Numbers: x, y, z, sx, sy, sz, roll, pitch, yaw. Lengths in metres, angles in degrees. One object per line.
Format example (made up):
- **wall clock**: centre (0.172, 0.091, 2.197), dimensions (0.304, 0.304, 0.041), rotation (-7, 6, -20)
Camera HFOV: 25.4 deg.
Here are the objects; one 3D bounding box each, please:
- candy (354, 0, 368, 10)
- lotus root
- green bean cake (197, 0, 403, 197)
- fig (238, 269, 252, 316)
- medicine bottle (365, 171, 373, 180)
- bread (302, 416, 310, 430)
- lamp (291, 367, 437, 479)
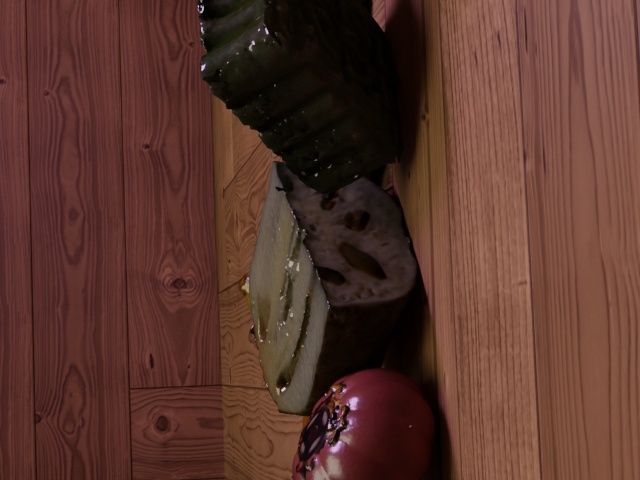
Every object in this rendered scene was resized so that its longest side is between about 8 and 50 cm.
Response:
- **candy**: centre (0.051, -0.239, 1.731), dimensions (0.061, 0.061, 0.202), rotation (101, 157, -51)
- **lotus root**: centre (0.018, 0.085, 1.649), dimensions (0.267, 0.149, 0.260), rotation (-111, 24, -48)
- **green bean cake**: centre (-0.026, -0.207, 1.569), dimensions (0.255, 0.132, 0.241), rotation (45, -151, -37)
- **fig**: centre (-0.047, 0.089, 2.137), dimensions (0.136, 0.121, 0.153), rotation (-100, -14, -64)
- **medicine bottle**: centre (0.000, 0.000, 1.854), dimensions (0.426, 0.108, 0.108), rotation (100, 166, -49)
- **bread**: centre (0.015, 0.323, 1.917), dimensions (0.092, 0.074, 0.239), rotation (-132, 41, -65)
- **lamp**: centre (0.053, 0.224, 1.491), dimensions (0.182, 0.140, 0.182), rotation (-51, 21, 29)
